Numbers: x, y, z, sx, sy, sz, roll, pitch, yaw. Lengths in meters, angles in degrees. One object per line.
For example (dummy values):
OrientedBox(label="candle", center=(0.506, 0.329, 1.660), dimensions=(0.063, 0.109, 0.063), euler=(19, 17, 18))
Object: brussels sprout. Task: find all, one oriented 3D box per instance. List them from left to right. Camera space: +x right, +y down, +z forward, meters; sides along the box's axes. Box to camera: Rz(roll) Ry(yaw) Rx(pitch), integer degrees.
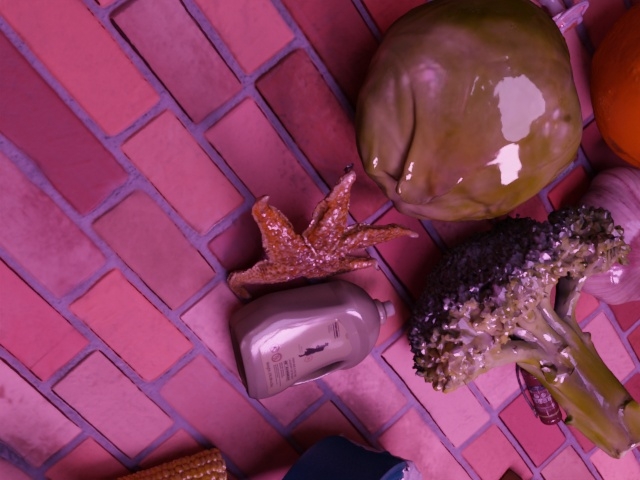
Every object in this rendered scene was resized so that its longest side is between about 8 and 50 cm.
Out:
OrientedBox(label="brussels sprout", center=(0.208, -0.179, 0.926), dimensions=(0.328, 0.247, 0.327), euler=(9, 122, 14))

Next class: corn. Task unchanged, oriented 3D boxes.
OrientedBox(label="corn", center=(-0.258, 0.390, 1.003), dimensions=(0.244, 0.093, 0.093), euler=(-16, 110, -15))

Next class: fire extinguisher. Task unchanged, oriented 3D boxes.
OrientedBox(label="fire extinguisher", center=(0.407, 0.274, 1.247), dimensions=(0.064, 0.043, 0.158), euler=(-14, 116, 29))

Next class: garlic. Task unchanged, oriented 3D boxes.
OrientedBox(label="garlic", center=(0.540, 0.004, 1.110), dimensions=(0.245, 0.253, 0.244), euler=(-3, 104, -11))

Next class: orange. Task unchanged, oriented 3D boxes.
OrientedBox(label="orange", center=(0.571, -0.247, 1.022), dimensions=(0.312, 0.312, 0.311), euler=(-6, 107, -19))

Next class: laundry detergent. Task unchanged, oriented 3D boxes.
OrientedBox(label="laundry detergent", center=(-0.004, 0.144, 1.024), dimensions=(0.254, 0.091, 0.181), euler=(-16, 126, -16))

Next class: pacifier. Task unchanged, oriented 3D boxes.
OrientedBox(label="pacifier", center=(0.370, -0.363, 1.041), dimensions=(0.099, 0.081, 0.078), euler=(-31, 85, -10))

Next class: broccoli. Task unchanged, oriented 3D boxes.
OrientedBox(label="broccoli", center=(0.311, 0.171, 1.045), dimensions=(0.353, 0.275, 0.396), euler=(-9, 102, 28))

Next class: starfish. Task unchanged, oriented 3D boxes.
OrientedBox(label="starfish", center=(0.001, 0.004, 0.931), dimensions=(0.299, 0.060, 0.302), euler=(-17, 154, -2))

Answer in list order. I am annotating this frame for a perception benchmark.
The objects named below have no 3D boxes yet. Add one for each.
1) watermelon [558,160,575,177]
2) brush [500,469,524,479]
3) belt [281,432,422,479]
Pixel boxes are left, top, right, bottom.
OrientedBox(label="watermelon", center=(0.345, -0.206, 1.072), dimensions=(0.154, 0.094, 0.241), euler=(-20, 109, -22))
OrientedBox(label="brush", center=(0.332, 0.564, 1.298), dimensions=(0.233, 0.047, 0.103), euler=(-47, 115, -2))
OrientedBox(label="belt", center=(0.006, 0.511, 1.004), dimensions=(0.436, 0.173, 0.300), euler=(-51, 137, -32))
